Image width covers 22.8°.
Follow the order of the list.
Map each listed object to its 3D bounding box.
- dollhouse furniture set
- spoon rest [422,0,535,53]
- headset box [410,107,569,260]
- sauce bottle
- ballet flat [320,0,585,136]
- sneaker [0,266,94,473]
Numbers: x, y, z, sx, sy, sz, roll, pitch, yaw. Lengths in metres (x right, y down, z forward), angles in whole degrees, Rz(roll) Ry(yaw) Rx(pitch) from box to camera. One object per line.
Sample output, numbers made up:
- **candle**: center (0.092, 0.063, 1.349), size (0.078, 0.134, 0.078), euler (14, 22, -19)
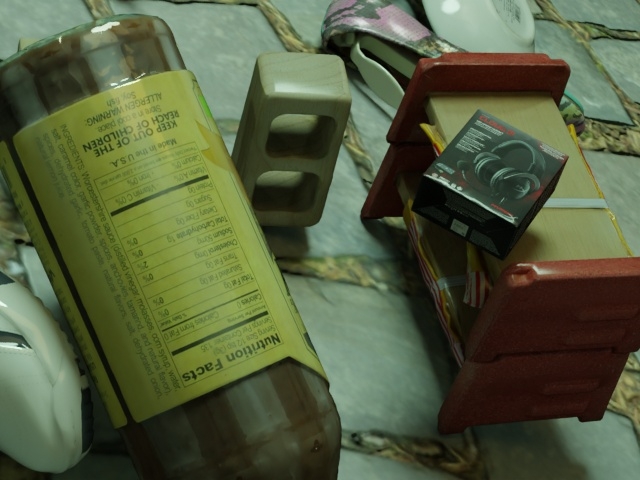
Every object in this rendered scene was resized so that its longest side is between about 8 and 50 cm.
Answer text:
- **dollhouse furniture set**: center (0.000, 0.000, 0.985), size (0.374, 0.152, 0.201), euler (-1, 48, -17)
- **spoon rest**: center (0.133, -0.225, 1.368), size (0.137, 0.084, 0.276), euler (41, 39, -30)
- **headset box**: center (0.100, -0.035, 0.916), size (0.062, 0.032, 0.083), euler (30, 48, 13)
- **sauce bottle**: center (-0.060, 0.061, 0.794), size (0.111, 0.111, 0.344), euler (-22, 89, -49)
- **ballet flat**: center (0.097, -0.116, 1.231), size (0.221, 0.077, 0.079), euler (29, 55, -2)
- **sneaker**: center (-0.231, 0.051, 0.760), size (0.235, 0.094, 0.153), euler (51, 50, -2)
